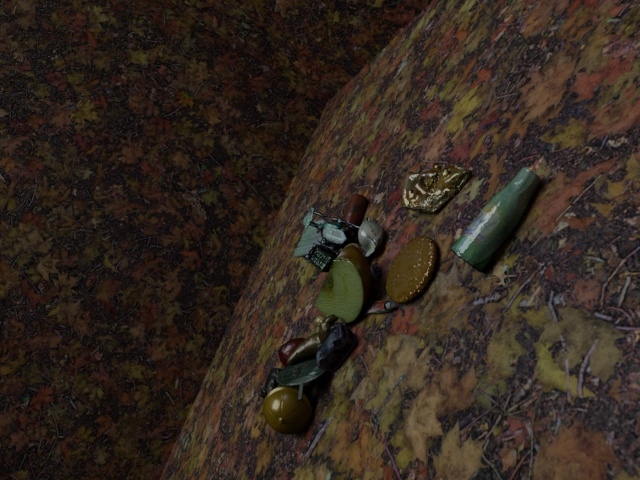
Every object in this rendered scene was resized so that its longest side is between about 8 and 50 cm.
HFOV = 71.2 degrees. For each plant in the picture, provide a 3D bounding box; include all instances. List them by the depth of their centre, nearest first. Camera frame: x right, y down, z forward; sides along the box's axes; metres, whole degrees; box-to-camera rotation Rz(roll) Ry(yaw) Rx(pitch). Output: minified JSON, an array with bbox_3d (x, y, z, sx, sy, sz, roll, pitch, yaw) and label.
[{"bbox_3d":[-0.180,0.652,1.900,0.142,0.131,0.203,-35,31,58],"label":"plant"}]

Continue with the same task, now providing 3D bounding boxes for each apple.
[{"bbox_3d":[0.095,0.181,1.745,0.254,0.179,0.346,-81,11,-48],"label":"apple"}]

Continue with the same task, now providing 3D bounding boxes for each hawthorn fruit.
[{"bbox_3d":[-0.097,0.503,1.914,0.148,0.148,0.172,-51,51,32],"label":"hawthorn fruit"}]

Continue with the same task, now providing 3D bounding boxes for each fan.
[{"bbox_3d":[-0.090,0.522,1.715,0.223,0.012,0.294,-11,12,33],"label":"fan"}]

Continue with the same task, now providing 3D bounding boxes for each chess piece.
[{"bbox_3d":[0.033,0.353,1.874,0.060,0.060,0.172,-65,21,-9],"label":"chess piece"}]

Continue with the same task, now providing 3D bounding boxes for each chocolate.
[{"bbox_3d":[0.474,-0.059,1.195,0.291,0.110,0.110,-57,19,11],"label":"chocolate"}]

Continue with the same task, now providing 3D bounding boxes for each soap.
[{"bbox_3d":[0.000,0.000,2.359,0.347,0.115,0.208,-15,51,66],"label":"soap"}]

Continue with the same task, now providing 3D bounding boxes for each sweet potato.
[{"bbox_3d":[-0.006,0.406,1.793,0.310,0.124,0.098,-46,44,30],"label":"sweet potato"}]

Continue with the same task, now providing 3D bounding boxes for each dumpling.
[{"bbox_3d":[0.205,-0.009,1.855,0.127,0.108,0.188,100,166,-49],"label":"dumpling"}]

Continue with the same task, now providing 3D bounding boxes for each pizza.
[{"bbox_3d":[0.397,-0.191,1.585,0.297,0.071,0.189,3,68,55],"label":"pizza"}]

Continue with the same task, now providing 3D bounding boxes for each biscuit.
[{"bbox_3d":[0.308,0.098,1.513,0.254,0.035,0.254,-54,20,30],"label":"biscuit"}]

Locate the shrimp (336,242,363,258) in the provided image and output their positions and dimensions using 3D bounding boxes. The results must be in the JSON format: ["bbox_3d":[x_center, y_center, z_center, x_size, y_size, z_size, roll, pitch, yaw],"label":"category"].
[{"bbox_3d":[0.107,0.136,1.941,0.317,0.077,0.168,120,145,-46],"label":"shrimp"}]

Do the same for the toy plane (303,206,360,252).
[{"bbox_3d":[0.045,-0.045,2.099,0.382,0.106,0.155,22,88,44],"label":"toy plane"}]

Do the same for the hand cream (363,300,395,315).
[{"bbox_3d":[0.209,0.236,1.603,0.052,0.038,0.216,-40,5,-23],"label":"hand cream"}]

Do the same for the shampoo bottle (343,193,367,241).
[{"bbox_3d":[0.156,-0.103,2.144,0.085,0.085,0.244,-25,45,62],"label":"shampoo bottle"}]

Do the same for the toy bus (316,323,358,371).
[{"bbox_3d":[0.059,0.402,1.672,0.178,0.098,0.087,-58,17,23],"label":"toy bus"}]

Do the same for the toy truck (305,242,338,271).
[{"bbox_3d":[0.019,0.081,2.063,0.088,0.121,0.259,-54,-15,6],"label":"toy truck"}]

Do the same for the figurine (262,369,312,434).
[{"bbox_3d":[-0.126,0.619,1.738,0.192,0.167,0.256,-27,29,18],"label":"figurine"}]
